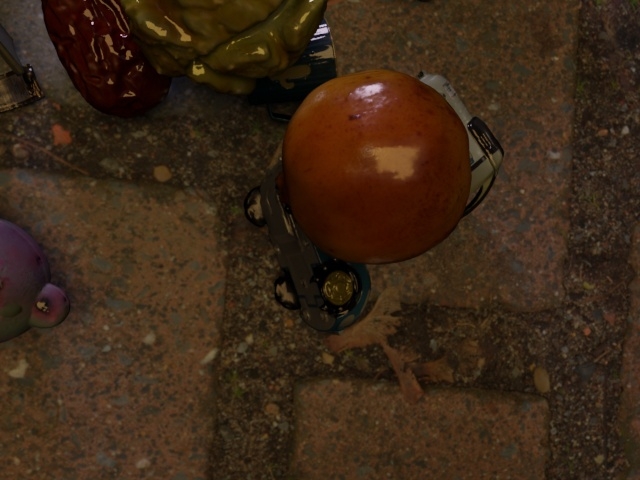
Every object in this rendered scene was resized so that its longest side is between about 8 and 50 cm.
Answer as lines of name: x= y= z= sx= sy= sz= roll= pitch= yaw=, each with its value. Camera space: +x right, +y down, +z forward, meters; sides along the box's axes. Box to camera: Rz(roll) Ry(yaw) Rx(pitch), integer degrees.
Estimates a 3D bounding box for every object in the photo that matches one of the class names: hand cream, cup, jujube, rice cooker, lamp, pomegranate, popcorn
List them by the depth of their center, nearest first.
pomegranate: x=0.066 y=-0.091 z=0.723 sx=0.264 sy=0.264 sz=0.265 roll=0 pitch=90 yaw=-9
popcorn: x=-0.135 y=-0.349 z=0.759 sx=0.282 sy=0.282 sz=0.247 roll=42 pitch=118 yaw=-7
lamp: x=-0.560 y=0.091 z=0.795 sx=0.301 sy=0.247 sz=0.247 roll=-33 pitch=100 yaw=-2
jujube: x=-0.334 y=-0.322 z=0.862 sx=0.174 sy=0.174 sz=0.251 roll=-26 pitch=93 yaw=-8
hand cream: x=-0.548 y=-0.239 z=0.899 sx=0.163 sy=0.039 sz=0.062 roll=-21 pitch=92 yaw=-14
rice cooker: x=0.175 y=-0.142 z=0.924 sx=0.226 sy=0.226 sz=0.244 roll=-35 pitch=92 yaw=-7
cup: x=-0.054 y=-0.281 z=0.940 sx=0.155 sy=0.131 sz=0.177 roll=-10 pitch=117 yaw=-4

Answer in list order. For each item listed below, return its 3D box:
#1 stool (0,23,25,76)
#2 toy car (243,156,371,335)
stool: x=-0.615 y=-0.310 z=0.755 sx=0.243 sy=0.170 sz=0.270 roll=-33 pitch=138 yaw=-8
toy car: x=0.000 y=0.000 z=0.917 sx=0.165 sy=0.198 sz=0.314 roll=-21 pitch=93 yaw=-25
